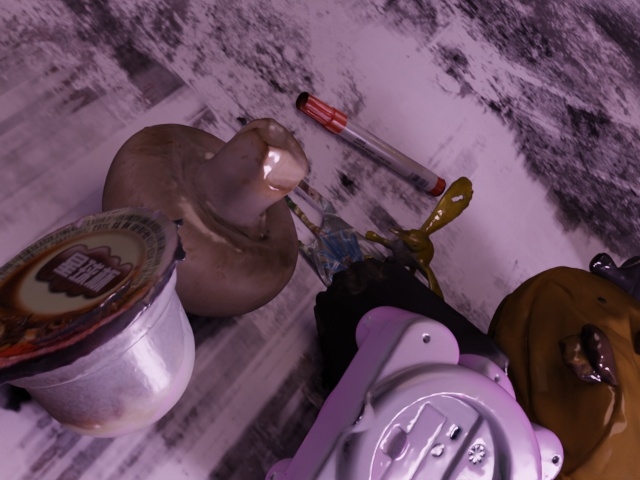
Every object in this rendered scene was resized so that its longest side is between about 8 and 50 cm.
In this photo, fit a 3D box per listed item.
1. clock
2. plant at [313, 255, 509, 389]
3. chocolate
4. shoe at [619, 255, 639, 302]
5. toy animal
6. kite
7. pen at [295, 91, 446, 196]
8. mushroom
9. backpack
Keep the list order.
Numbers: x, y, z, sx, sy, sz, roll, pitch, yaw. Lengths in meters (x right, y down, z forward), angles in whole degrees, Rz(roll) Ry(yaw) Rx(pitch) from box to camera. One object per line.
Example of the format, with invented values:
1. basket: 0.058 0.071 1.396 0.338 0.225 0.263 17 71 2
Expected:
1. clock: 0.094 0.205 1.603 0.248 0.228 0.090 37 -10 -30
2. plant: 0.096 0.135 1.767 0.164 0.142 0.256 9 43 -53
3. chocolate: -0.179 0.088 1.420 0.221 0.221 0.147 -73 143 -59
4. shoe: 0.487 0.112 2.429 0.227 0.099 0.112 51 20 -4
5. toy animal: 0.093 0.015 1.951 0.155 0.095 0.219 22 69 -48
6. kite: 0.001 -0.001 1.939 0.310 0.015 0.169 43 29 -12
7. pen: 0.063 -0.116 2.162 0.239 0.028 0.028 31 32 -32
8. mushroom: -0.095 -0.035 1.643 0.204 0.204 0.204 35 30 -24
9. backpack: 0.317 0.186 1.961 0.353 0.201 0.378 33 34 -36
